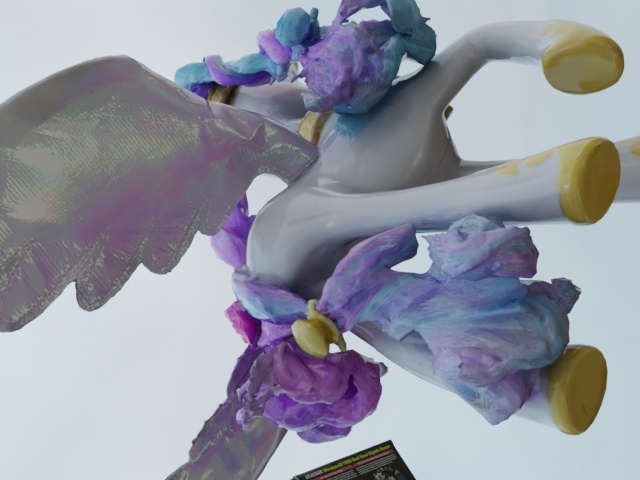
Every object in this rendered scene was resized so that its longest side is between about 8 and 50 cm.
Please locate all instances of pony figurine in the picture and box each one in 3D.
[{"bbox_3d":[0.000,0.000,0.829,0.351,0.363,0.303,-51,-49,-34],"label":"pony figurine"}]

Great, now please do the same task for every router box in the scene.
[{"bbox_3d":[0.032,0.210,1.135,0.122,0.038,0.092,-10,-119,-50],"label":"router box"}]
